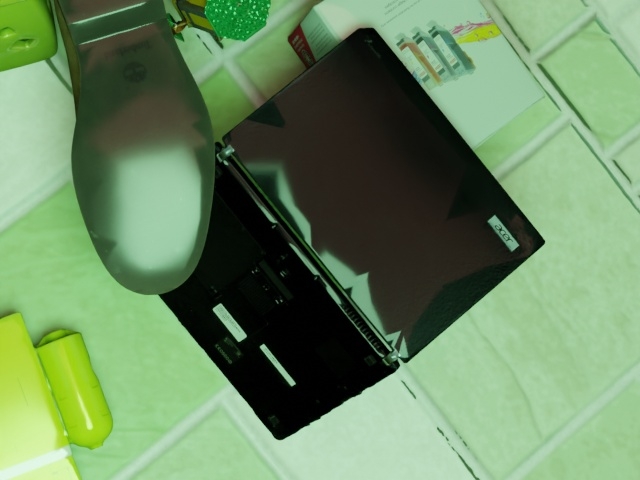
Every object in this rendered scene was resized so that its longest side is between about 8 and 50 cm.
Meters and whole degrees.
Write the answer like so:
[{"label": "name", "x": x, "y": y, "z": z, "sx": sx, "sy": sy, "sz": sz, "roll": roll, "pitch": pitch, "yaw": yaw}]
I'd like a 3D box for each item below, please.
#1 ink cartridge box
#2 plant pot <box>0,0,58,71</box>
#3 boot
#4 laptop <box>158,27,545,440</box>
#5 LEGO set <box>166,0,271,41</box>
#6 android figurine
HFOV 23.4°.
[{"label": "ink cartridge box", "x": 0.080, "y": -0.148, "z": 1.333, "sx": 0.127, "sy": 0.128, "sz": 0.176, "roll": -35, "pitch": 93, "yaw": -14}, {"label": "plant pot", "x": -0.338, "y": -0.246, "z": 1.217, "sx": 0.228, "sy": 0.207, "sz": 0.227, "roll": -15, "pitch": 88, "yaw": -12}, {"label": "boot", "x": -0.152, "y": -0.107, "z": 1.235, "sx": 0.112, "sy": 0.115, "sz": 0.305, "roll": -10, "pitch": 88, "yaw": -10}, {"label": "laptop", "x": 0.000, "y": 0.000, "z": 1.287, "sx": 0.234, "sy": 0.264, "sz": 0.136, "roll": 51, "pitch": 42, "yaw": -2}, {"label": "LEGO set", "x": -0.067, "y": -0.340, "z": 1.330, "sx": 0.331, "sy": 0.192, "sz": 0.255, "roll": -47, "pitch": 124, "yaw": -10}, {"label": "android figurine", "x": -0.295, "y": 0.166, "z": 1.257, "sx": 0.248, "sy": 0.056, "sz": 0.272, "roll": -18, "pitch": 86, "yaw": -14}]
